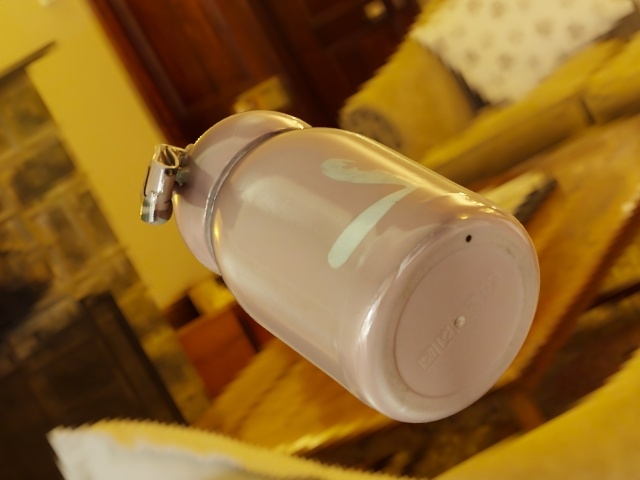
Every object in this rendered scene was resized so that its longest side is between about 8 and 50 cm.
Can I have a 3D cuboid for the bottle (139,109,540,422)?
[{"bbox_3d":[0.000,0.000,1.371,0.206,0.173,0.297,3,22,-40],"label":"bottle"}]
